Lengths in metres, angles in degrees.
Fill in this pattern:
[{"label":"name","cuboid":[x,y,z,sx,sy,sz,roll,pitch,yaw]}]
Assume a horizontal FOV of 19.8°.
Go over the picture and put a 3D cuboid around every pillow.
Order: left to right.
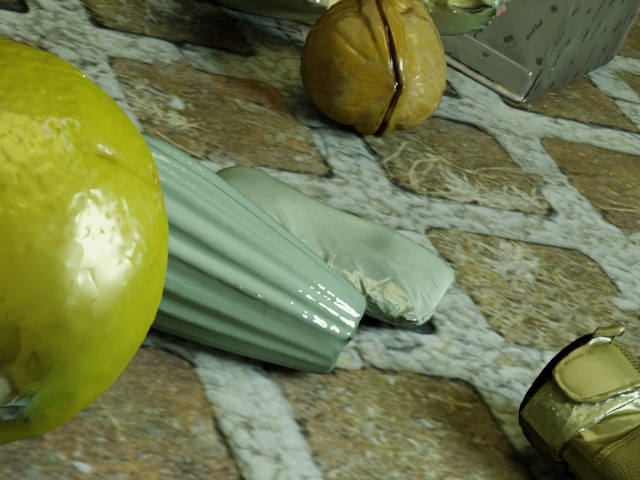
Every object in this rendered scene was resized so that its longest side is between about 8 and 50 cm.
[{"label":"pillow","cuboid":[0.000,0.000,1.503,0.229,0.051,0.128,27,23,13]}]

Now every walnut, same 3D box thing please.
[{"label":"walnut","cuboid":[0.051,-0.171,1.782,0.144,0.144,0.180,15,22,-15]}]

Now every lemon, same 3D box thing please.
[{"label":"lemon","cuboid":[-0.205,0.014,1.103,0.240,0.240,0.219,7,42,-30]}]

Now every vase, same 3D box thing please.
[{"label":"vase","cuboid":[-0.086,0.015,1.328,0.248,0.128,0.128,28,24,-9]}]

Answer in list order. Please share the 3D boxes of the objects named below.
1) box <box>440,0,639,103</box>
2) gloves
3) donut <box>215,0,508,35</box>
[{"label":"box","cuboid":[0.240,-0.310,2.150,0.225,0.190,0.297,33,27,17]},{"label":"gloves","cuboid":[0.295,0.181,1.288,0.331,0.141,0.154,28,-2,35]},{"label":"donut","cuboid":[0.015,-0.315,1.898,0.371,0.150,0.307,12,-10,-26]}]
